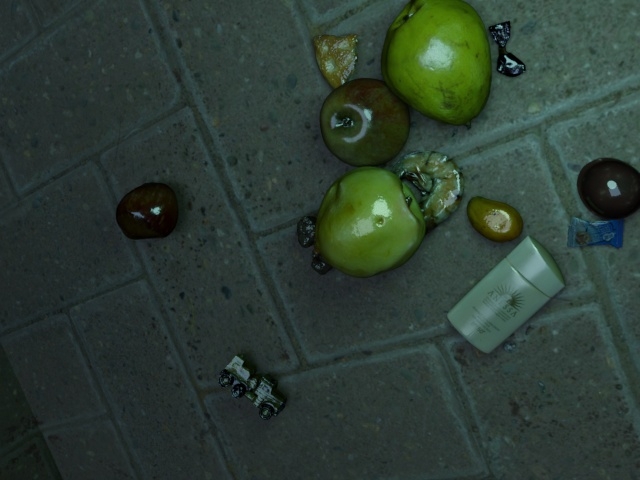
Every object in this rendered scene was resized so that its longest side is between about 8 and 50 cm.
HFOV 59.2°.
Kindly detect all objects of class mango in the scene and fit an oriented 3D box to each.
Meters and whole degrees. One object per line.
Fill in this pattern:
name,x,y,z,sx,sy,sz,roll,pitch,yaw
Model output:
mango,0.489,-0.056,1.596,0.165,0.089,0.115,17,108,22

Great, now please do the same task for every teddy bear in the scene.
teddy bear,0.000,0.000,1.806,0.190,0.177,0.140,43,71,8

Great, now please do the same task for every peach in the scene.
peach,0.137,-0.042,1.586,0.281,0.314,0.315,29,117,-30

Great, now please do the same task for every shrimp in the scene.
shrimp,0.264,-0.118,1.699,0.365,0.071,0.233,-40,76,27

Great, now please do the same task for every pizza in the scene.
pizza,0.057,-0.554,1.682,0.161,0.062,0.182,-40,80,33

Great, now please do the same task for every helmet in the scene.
helmet,0.748,-0.141,1.444,0.155,0.106,0.175,-36,75,17

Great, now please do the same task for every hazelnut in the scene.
hazelnut,-0.620,-0.109,2.005,0.233,0.218,0.218,-4,101,25

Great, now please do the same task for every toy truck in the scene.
toy truck,-0.234,0.526,2.043,0.257,0.127,0.127,38,100,10

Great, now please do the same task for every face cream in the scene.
face cream,0.542,0.163,1.631,0.173,0.081,0.348,44,116,8

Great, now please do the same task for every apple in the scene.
apple,0.124,-0.335,1.608,0.256,0.234,0.257,4,101,21

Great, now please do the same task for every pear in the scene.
pear,0.318,-0.449,1.477,0.287,0.287,0.375,-22,117,26

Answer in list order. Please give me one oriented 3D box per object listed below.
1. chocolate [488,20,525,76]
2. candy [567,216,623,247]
chocolate,0.491,-0.506,1.499,0.072,0.070,0.147,-9,100,53
candy,0.742,-0.024,1.524,0.136,0.038,0.088,2,115,24
